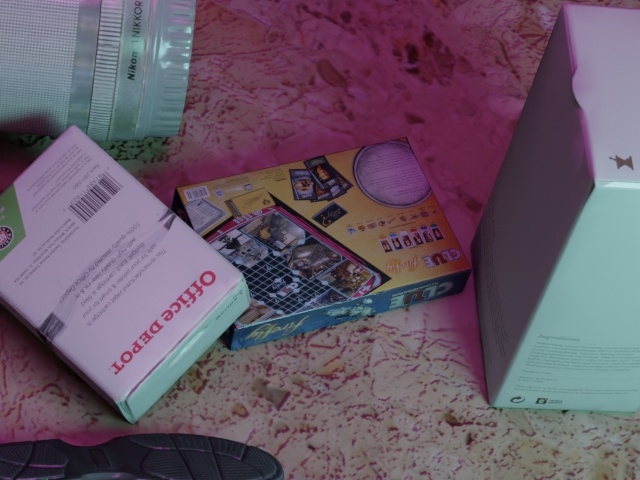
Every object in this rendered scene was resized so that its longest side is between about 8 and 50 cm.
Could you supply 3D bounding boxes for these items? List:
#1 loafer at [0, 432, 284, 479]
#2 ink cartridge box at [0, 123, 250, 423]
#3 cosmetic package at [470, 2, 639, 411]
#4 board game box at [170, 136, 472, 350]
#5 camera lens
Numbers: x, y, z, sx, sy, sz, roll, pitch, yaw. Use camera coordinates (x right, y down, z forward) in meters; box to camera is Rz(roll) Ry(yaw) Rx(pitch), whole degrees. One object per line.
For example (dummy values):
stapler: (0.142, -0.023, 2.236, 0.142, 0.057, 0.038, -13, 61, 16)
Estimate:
loafer: (-0.167, 0.219, 1.691, 0.267, 0.084, 0.096, 2, 25, -16)
ink cartridge box: (-0.193, 0.031, 1.765, 0.219, 0.092, 0.160, 42, 78, 15)
cosmetic package: (0.248, -0.018, 1.751, 0.155, 0.365, 0.197, 3, 57, -10)
board game box: (0.000, 0.000, 1.883, 0.243, 0.042, 0.165, -13, 60, -20)
camera lens: (-0.262, -0.207, 1.859, 0.274, 0.219, 0.219, 5, 56, -9)
